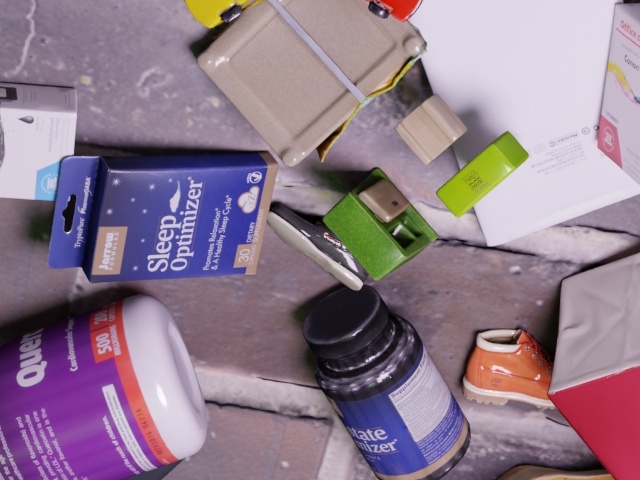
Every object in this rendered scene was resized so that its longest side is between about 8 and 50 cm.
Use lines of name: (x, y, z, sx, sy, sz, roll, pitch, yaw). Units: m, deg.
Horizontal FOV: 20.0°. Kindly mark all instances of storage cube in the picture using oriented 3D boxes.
storage cube: (0.379, 0.135, 1.958, 0.215, 0.183, 0.193, -22, 124, 31)

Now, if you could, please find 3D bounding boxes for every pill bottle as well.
pill bottle: (0.069, 0.158, 1.991, 0.123, 0.123, 0.219, -27, 120, 8)
pill bottle: (-0.294, 0.187, 1.921, 0.323, 0.181, 0.181, -20, 121, 3)

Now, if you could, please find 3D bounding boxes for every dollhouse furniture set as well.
dollhouse furniture set: (0.048, -0.140, 1.832, 0.197, 0.151, 0.301, -41, 88, 19)

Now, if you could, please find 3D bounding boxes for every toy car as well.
toy car: (-0.016, -0.315, 1.707, 0.239, 0.053, 0.225, -1, 100, 16)

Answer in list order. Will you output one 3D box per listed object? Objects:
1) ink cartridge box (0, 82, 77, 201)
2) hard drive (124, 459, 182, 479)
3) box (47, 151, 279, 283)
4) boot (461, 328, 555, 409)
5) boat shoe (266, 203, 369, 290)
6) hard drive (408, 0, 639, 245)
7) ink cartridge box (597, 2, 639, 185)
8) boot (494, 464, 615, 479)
ink cartridge box: (-0.336, -0.101, 1.813, 0.180, 0.060, 0.104, 3, 121, -10)
hard drive: (-0.212, 0.241, 2.057, 0.135, 0.022, 0.094, -43, 117, 17)
box: (-0.161, -0.023, 1.865, 0.225, 0.036, 0.136, -2, 123, -25)
boot: (0.242, 0.141, 2.045, 0.158, 0.059, 0.084, 3, 115, -9)
boat shoe: (-0.001, 0.000, 1.935, 0.133, 0.049, 0.042, 35, 75, -15)
hard drive: (0.223, -0.162, 1.869, 0.210, 0.040, 0.318, -20, 122, 4)
ink cartridge box: (0.336, -0.163, 1.796, 0.067, 0.115, 0.198, -5, 116, -18)
boot: (0.303, 0.348, 2.113, 0.295, 0.104, 0.211, -31, 95, 3)
